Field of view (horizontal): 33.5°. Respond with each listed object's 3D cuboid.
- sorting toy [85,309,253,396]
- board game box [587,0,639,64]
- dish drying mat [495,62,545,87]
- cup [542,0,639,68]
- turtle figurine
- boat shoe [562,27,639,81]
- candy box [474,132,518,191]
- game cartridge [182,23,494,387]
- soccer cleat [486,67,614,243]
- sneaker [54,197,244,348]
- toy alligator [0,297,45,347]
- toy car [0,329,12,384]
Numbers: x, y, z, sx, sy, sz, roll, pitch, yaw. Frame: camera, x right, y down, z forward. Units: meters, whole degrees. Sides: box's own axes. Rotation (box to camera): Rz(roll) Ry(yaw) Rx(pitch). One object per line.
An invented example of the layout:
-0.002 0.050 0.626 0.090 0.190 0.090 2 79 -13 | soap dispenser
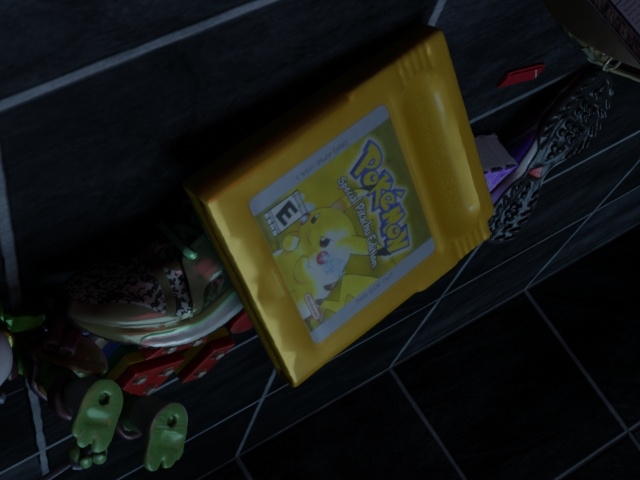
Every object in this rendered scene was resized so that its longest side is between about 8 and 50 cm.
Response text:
-0.178 0.111 1.417 0.257 0.089 0.255 -12 152 -52 | sorting toy
0.272 -0.291 0.776 0.232 0.291 0.141 -44 162 32 | board game box
0.277 -0.227 1.468 0.083 0.008 0.032 -20 159 -40 | dish drying mat
0.380 -0.319 0.953 0.331 0.331 0.237 -25 137 -28 | cup
-0.287 0.202 1.129 0.266 0.197 0.275 8 -139 46 | turtle figurine
0.408 -0.277 1.432 0.104 0.089 0.285 -41 162 24 | boat shoe
0.175 -0.076 1.590 0.196 0.070 0.165 -16 156 -48 | candy box
0.041 -0.034 1.159 0.324 0.053 0.285 -36 127 -16 | game cartridge
0.330 -0.147 1.674 0.109 0.116 0.318 22 110 -37 | soccer cleat
-0.107 -0.024 1.179 0.410 0.158 0.182 -22 129 -30 | sneaker
-0.379 0.104 1.100 0.190 0.056 0.051 -26 119 -3 | toy alligator
-0.366 0.084 0.940 0.182 0.159 0.136 -38 -161 13 | toy car
